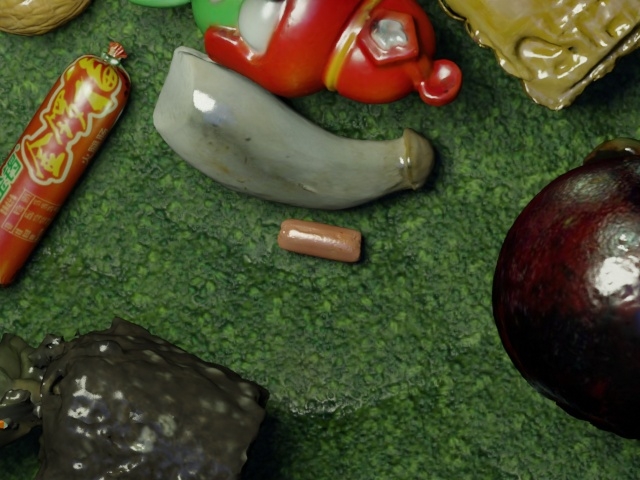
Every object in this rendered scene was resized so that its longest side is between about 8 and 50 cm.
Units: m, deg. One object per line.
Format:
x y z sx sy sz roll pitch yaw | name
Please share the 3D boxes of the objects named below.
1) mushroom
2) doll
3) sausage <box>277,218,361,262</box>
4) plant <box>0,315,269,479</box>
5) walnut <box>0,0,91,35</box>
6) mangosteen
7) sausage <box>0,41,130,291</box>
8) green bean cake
-0.027 -0.089 1.751 0.270 0.103 0.118 20 109 -11 | mushroom
-0.026 -0.225 1.679 0.363 0.160 0.182 33 76 15 | doll
0.000 0.000 1.790 0.083 0.034 0.034 10 100 2 | sausage
-0.220 0.180 1.743 0.312 0.215 0.213 25 103 2 | plant
-0.264 -0.245 1.733 0.124 0.105 0.105 -15 98 2 | walnut
0.307 0.039 1.653 0.300 0.300 0.300 1 100 3 | mangosteen
-0.263 -0.079 1.773 0.083 0.083 0.264 33 99 -3 | sausage
0.220 -0.256 1.685 0.230 0.131 0.224 -41 94 8 | green bean cake
